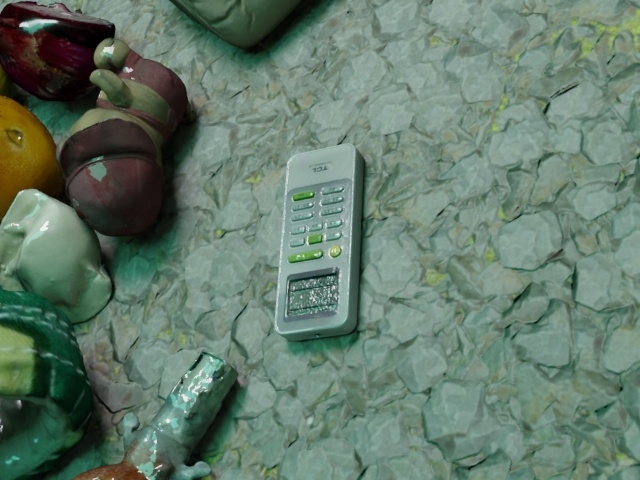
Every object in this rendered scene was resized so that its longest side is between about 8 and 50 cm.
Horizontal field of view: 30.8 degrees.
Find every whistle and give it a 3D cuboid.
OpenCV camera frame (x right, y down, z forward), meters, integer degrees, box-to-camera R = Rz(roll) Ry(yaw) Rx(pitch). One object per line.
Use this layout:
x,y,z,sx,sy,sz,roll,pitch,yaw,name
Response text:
-0.213,0.283,1.351,0.142,0.133,0.346,18,67,45,whistle

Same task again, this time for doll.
-0.272,-0.132,1.560,0.152,0.196,0.255,-10,55,25,doll

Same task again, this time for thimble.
-0.430,0.196,1.438,0.288,0.254,0.167,-40,49,22,thimble

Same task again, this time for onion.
-0.418,-0.283,1.705,0.195,0.218,0.139,31,110,31,onion

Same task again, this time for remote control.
0.000,0.000,1.426,0.103,0.034,0.250,-9,62,26,remote control

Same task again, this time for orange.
-0.484,-0.092,1.630,0.240,0.240,0.240,-13,60,24,orange

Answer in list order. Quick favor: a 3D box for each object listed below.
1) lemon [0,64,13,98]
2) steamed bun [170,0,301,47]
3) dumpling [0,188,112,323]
-0.565,-0.252,1.790,0.178,0.178,0.203,-50,19,-1,lemon
-0.168,-0.467,1.638,0.247,0.236,0.383,-39,52,9,steamed bun
-0.364,0.029,1.552,0.150,0.176,0.092,-38,34,-10,dumpling
